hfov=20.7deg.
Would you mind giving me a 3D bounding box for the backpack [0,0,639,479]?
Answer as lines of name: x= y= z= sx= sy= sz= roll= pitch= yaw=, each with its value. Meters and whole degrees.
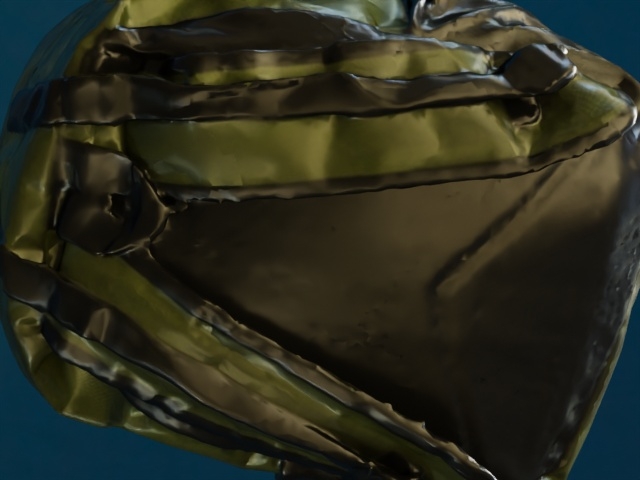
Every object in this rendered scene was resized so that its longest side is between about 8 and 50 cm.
backpack: x=0.000 y=0.000 z=0.661 sx=0.253 sy=0.140 sz=0.207 roll=12 pitch=-78 yaw=-13
